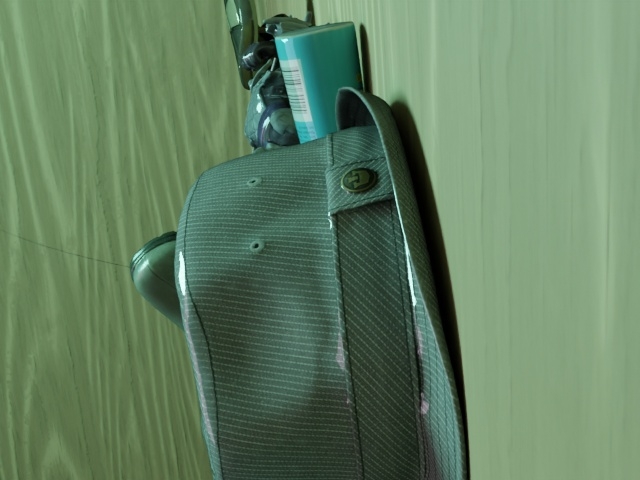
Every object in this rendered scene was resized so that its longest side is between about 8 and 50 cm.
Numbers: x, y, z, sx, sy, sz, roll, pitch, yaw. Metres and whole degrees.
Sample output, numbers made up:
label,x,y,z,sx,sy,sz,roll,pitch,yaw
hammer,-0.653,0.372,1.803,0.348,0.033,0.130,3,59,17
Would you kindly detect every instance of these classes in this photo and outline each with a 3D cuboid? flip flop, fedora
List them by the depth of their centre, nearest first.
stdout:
label,x,y,z,sx,sy,sz,roll,pitch,yaw
fedora,-0.009,0.050,0.672,0.244,0.124,0.275,87,176,-54
flip flop,-0.042,-0.195,1.350,0.277,0.080,0.112,57,-162,-62

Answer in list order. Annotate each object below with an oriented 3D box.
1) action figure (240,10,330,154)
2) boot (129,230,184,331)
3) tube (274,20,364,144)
label,x,y,z,sx,sy,sz,roll,pitch,yaw
action figure,-0.030,-0.077,1.002,0.285,0.099,0.185,-107,18,-58
boot,-0.042,0.102,0.983,0.246,0.083,0.161,37,-159,-25
tube,0.014,-0.038,0.827,0.080,0.052,0.207,-89,-11,-75
